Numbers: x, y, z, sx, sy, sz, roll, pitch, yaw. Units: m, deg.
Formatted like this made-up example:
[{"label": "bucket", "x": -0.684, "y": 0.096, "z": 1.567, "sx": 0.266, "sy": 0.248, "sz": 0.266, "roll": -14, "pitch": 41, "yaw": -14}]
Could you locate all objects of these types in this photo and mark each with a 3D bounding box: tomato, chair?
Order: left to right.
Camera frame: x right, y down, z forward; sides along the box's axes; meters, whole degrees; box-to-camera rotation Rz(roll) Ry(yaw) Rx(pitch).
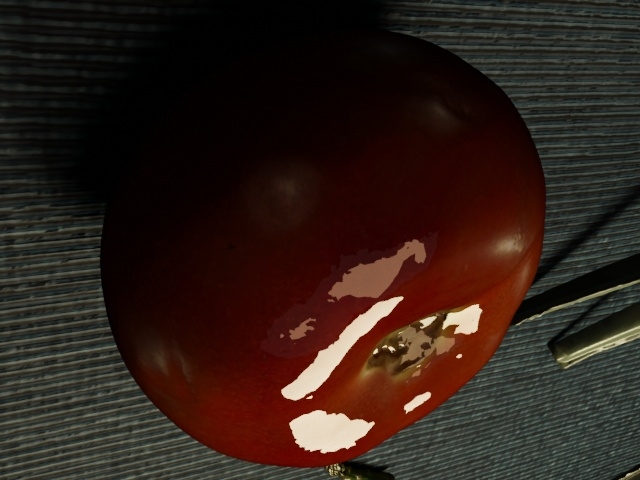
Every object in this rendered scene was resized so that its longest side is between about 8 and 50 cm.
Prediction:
[{"label": "tomato", "x": 0.000, "y": 0.000, "z": 0.627, "sx": 0.195, "sy": 0.136, "sz": 0.195, "roll": -28, "pitch": 151, "yaw": -18}, {"label": "chair", "x": 0.274, "y": 0.037, "z": 0.999, "sx": 0.275, "sy": 0.190, "sz": 0.203, "roll": -31, "pitch": 156, "yaw": 9}]

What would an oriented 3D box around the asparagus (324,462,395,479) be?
[{"label": "asparagus", "x": 0.025, "y": 0.159, "z": 1.062, "sx": 0.114, "sy": 0.014, "sz": 0.015, "roll": 30, "pitch": 78, "yaw": -63}]
